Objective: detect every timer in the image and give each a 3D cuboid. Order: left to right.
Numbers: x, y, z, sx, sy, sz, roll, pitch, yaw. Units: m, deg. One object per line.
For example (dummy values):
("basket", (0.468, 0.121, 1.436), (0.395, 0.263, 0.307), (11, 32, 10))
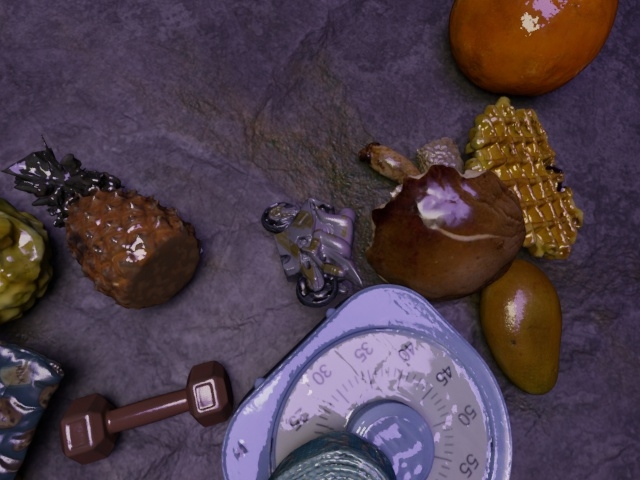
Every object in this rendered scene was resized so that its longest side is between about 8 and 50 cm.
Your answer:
("timer", (0.090, 0.285, 0.567), (0.395, 0.173, 0.394), (2, 75, -6))

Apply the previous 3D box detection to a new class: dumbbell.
("dumbbell", (-0.248, 0.249, 0.587), (0.231, 0.082, 0.092), (-13, 76, -9))

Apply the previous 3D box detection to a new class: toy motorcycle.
("toy motorcycle", (0.000, 0.000, 0.659), (0.152, 0.073, 0.225), (-24, 54, -9))

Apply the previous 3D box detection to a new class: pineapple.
("pineapple", (-0.351, -0.042, 0.629), (0.340, 0.169, 0.169), (34, 75, 17))

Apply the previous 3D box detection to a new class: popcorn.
("popcorn", (-0.542, 0.023, 0.571), (0.286, 0.174, 0.225), (34, 80, 1))

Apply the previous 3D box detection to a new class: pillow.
("pillow", (-0.463, 0.242, 0.495), (0.189, 0.034, 0.255), (25, 81, -12))

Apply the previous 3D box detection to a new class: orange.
("orange", (0.385, -0.412, 0.747), (0.284, 0.226, 0.283), (0, 74, 1))

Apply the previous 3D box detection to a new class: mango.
("mango", (0.336, 0.144, 0.669), (0.136, 0.099, 0.227), (-7, 85, -14))

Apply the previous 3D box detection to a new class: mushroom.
("mushroom", (0.185, -0.065, 0.632), (0.233, 0.208, 0.301), (6, 67, -9))

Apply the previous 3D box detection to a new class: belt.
("belt", (0.007, 0.298, 0.439), (0.148, 0.082, 0.163), (30, 90, 11))

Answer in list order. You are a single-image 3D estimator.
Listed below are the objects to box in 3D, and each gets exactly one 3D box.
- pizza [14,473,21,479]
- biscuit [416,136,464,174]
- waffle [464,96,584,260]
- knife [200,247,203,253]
("pizza", (-0.464, 0.411, 0.529), (0.189, 0.071, 0.297), (-23, 79, -11))
("biscuit", (0.235, -0.105, 0.734), (0.082, 0.070, 0.168), (-15, 80, 0))
("waffle", (0.365, -0.108, 0.721), (0.283, 0.065, 0.309), (34, 62, -14))
("knife", (-0.239, -0.009, 0.691), (0.027, 0.010, 0.096), (-39, 80, -13))
